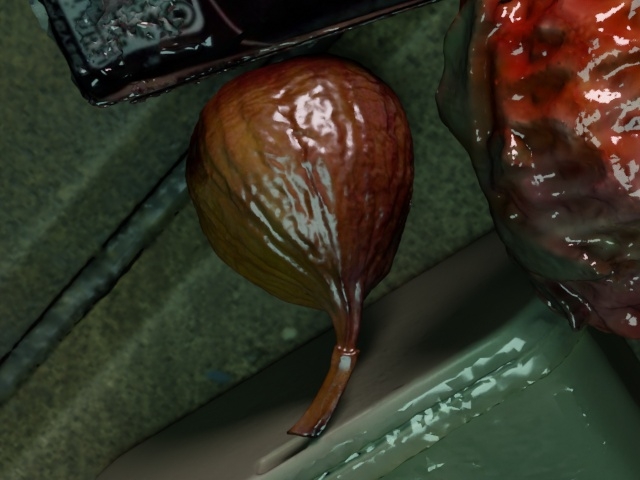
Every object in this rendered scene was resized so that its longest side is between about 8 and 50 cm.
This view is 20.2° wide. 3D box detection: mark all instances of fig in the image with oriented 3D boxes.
[{"bbox_3d":[0.000,0.000,0.989,0.133,0.201,0.146,-20,143,7],"label":"fig"}]

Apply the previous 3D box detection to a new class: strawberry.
[{"bbox_3d":[0.225,-0.096,0.901,0.336,0.149,0.265,-37,120,-18],"label":"strawberry"}]

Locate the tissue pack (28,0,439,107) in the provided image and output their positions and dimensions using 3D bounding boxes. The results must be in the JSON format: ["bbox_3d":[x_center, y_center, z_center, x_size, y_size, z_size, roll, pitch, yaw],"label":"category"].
[{"bbox_3d":[-0.022,-0.223,0.963,0.332,0.123,0.245,-17,116,14],"label":"tissue pack"}]

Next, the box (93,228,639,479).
[{"bbox_3d":[0.083,0.219,1.087,0.352,0.177,0.344,-33,107,15],"label":"box"}]
